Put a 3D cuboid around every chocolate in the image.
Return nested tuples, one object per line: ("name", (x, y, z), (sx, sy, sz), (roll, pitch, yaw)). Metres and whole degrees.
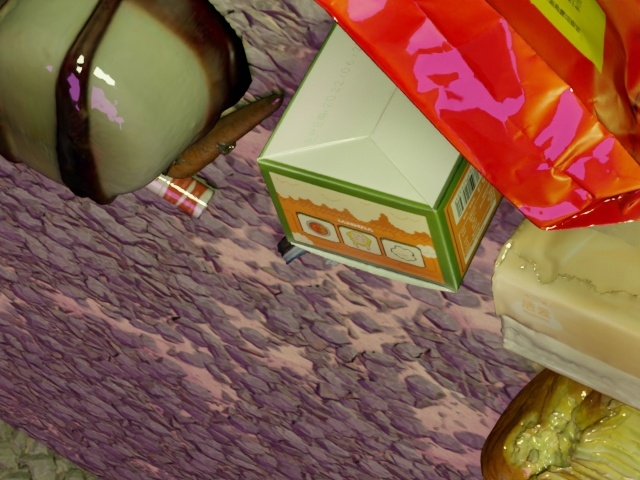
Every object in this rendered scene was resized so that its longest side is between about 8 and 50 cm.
("chocolate", (-0.232, -0.155, 1.901), (0.283, 0.186, 0.284), (23, 155, 11))

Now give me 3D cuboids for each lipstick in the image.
("lipstick", (-0.185, -0.074, 2.180), (0.130, 0.038, 0.038), (31, 155, -6))

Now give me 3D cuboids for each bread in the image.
("bread", (0.280, 0.214, 2.088), (0.133, 0.179, 0.250), (38, 154, -10))

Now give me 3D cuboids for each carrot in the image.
("carrot", (-0.105, -0.113, 2.025), (0.049, 0.049, 0.254), (37, 150, -18))

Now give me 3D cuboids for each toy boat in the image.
("toy boat", (0.000, 0.000, 2.103), (0.066, 0.059, 0.140), (44, 152, -3))

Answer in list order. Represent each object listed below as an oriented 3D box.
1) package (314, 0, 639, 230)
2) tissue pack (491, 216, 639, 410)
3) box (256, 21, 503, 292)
("package", (0.123, -0.192, 1.446), (0.123, 0.196, 0.423), (-24, 127, 35))
("tissue pack", (0.324, 0.023, 1.605), (0.305, 0.238, 0.238), (25, 156, 26))
("box", (0.074, -0.084, 1.710), (0.177, 0.195, 0.148), (16, 153, 23))
